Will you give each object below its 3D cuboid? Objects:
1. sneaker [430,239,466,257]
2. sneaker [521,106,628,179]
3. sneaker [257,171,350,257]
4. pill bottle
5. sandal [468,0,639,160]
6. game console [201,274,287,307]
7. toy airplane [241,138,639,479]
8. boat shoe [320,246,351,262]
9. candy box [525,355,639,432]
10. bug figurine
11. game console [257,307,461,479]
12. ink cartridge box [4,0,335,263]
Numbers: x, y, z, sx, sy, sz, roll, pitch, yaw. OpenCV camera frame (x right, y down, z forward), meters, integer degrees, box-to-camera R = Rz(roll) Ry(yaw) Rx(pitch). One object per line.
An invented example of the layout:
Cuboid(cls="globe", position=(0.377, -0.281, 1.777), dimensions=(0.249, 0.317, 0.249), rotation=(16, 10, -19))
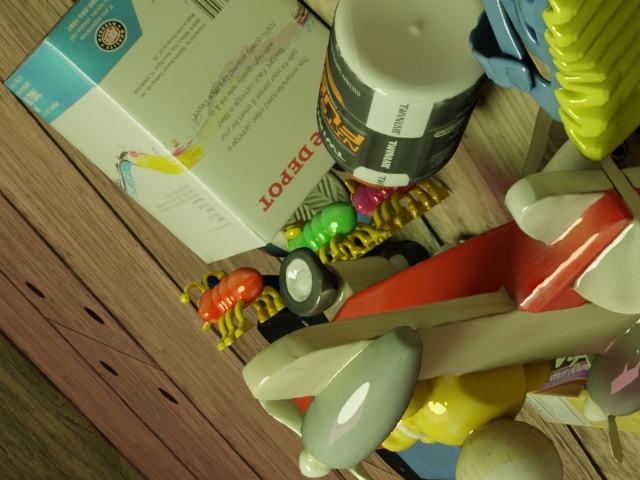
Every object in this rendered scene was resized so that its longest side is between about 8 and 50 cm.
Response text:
Cuboid(cls="sneaker", position=(0.159, 0.052, 1.742), dimensions=(0.152, 0.114, 0.305), rotation=(35, 161, 15))
Cuboid(cls="sneaker", position=(0.209, -0.069, 1.435), dimensions=(0.071, 0.066, 0.188), rotation=(30, 161, 15))
Cuboid(cls="sneaker", position=(-0.135, -0.096, 1.918), dimensions=(0.350, 0.131, 0.148), rotation=(42, 157, -13))
Cuboid(cls="pill bottle", position=(0.065, -0.125, 1.472), dimensions=(0.130, 0.130, 0.246), rotation=(36, 162, 8))
Cuboid(cls="sandal", position=(0.155, -0.174, 1.206), dimensions=(0.138, 0.126, 0.317), rotation=(35, 161, 23))
Cuboid(cls="game console", position=(0.018, 0.117, 1.960), dimensions=(0.250, 0.173, 0.293), rotation=(60, 172, -9))
Cuboid(cls="toy airplane", position=(0.148, 0.088, 1.414), dimensions=(0.384, 0.386, 0.272), rotation=(61, -164, -78))
Cuboid(cls="boat shoe", position=(-0.014, -0.016, 2.032), dimensions=(0.125, 0.038, 0.046), rotation=(29, 119, 11))
Cuboid(cls="candy box", position=(0.280, 0.123, 1.691), dimensions=(0.053, 0.109, 0.186), rotation=(45, 161, -19))
Cuboid(cls="bug figurine", position=(0.000, 0.000, 1.730), dimensions=(0.216, 0.279, 0.072), rotation=(-35, 88, 41))
Cuboid(cls="game console", position=(0.094, 0.206, 2.328), dimensions=(0.342, 0.060, 0.386), rotation=(42, 161, -12))
Cuboid(cls="ink cartridge box", position=(-0.117, -0.143, 1.664), dimensions=(0.270, 0.198, 0.197), rotation=(43, 161, -11))
